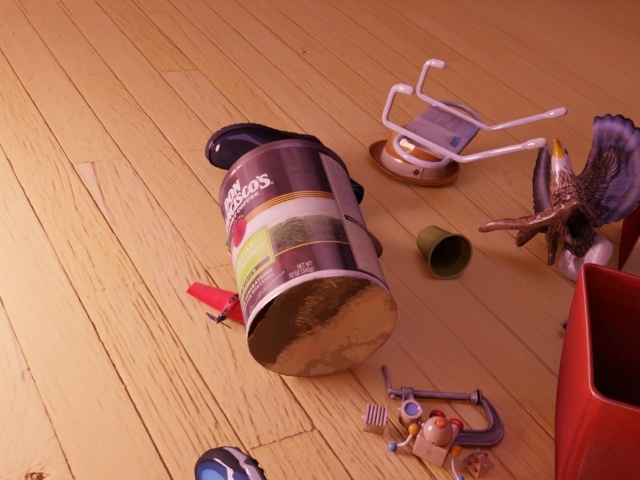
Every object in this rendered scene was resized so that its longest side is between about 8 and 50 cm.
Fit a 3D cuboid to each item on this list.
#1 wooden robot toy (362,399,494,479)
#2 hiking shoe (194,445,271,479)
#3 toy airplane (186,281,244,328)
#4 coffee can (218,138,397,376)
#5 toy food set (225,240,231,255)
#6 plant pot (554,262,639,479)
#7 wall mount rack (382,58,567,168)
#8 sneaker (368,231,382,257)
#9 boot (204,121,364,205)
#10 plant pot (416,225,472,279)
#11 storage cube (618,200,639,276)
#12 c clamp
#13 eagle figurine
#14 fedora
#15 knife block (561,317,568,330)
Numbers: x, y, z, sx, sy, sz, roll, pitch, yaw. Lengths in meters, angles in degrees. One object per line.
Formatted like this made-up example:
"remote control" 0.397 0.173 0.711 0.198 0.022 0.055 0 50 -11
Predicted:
"wooden robot toy" 0.139 0.232 1.023 0.173 0.079 0.076 24 53 15
"hiking shoe" -0.096 0.323 0.791 0.132 0.113 0.304 -1 36 -21
"toy airplane" -0.115 0.081 1.219 0.151 0.028 0.151 10 34 -7
"coffee can" -0.024 0.021 1.151 0.201 0.201 0.275 1 43 -18
"toy food set" -0.111 0.012 1.328 0.083 0.020 0.082 21 34 11
"plant pot" 0.413 0.224 1.004 0.267 0.236 0.267 16 34 6
"wall mount rack" 0.296 -0.234 1.602 0.304 0.130 0.350 27 34 13
"sneaker" 0.000 0.000 1.355 0.192 0.064 0.086 28 44 22
"boot" -0.063 -0.124 1.478 0.246 0.094 0.207 1 31 -28
"plant pot" 0.201 0.012 1.395 0.083 0.083 0.079 -2 25 -22
"storage cube" 0.674 -0.026 1.508 0.215 0.184 0.193 21 35 11
"c clamp" 0.167 0.222 1.113 0.160 0.022 0.137 9 33 -6
"eagle figurine" 0.458 -0.092 1.492 0.226 0.225 0.298 27 36 21
"fedora" 0.197 -0.185 1.673 0.194 0.079 0.194 9 34 -6
"knife block" 0.506 0.177 1.238 0.242 0.088 0.276 7 34 -8
